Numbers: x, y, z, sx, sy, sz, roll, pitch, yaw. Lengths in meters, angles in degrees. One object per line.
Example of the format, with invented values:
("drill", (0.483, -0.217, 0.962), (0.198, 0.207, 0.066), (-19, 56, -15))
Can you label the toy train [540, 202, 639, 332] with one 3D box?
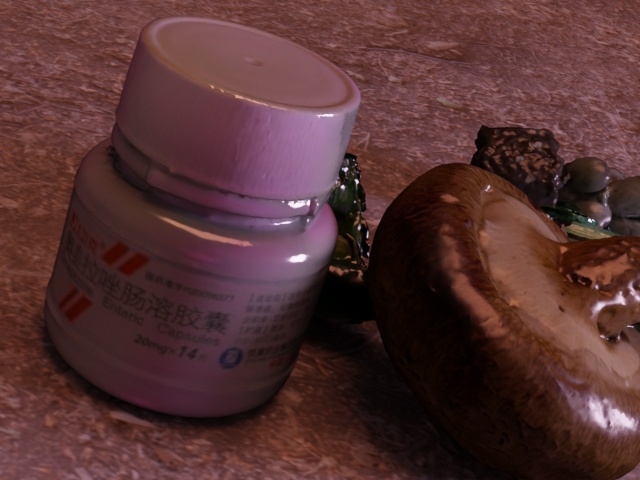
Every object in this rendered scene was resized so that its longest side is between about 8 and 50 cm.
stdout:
("toy train", (0.340, 0.039, 1.678), (0.307, 0.126, 0.189), (17, 4, -4))

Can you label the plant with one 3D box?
("plant", (0.321, -0.055, 1.868), (0.274, 0.146, 0.149), (17, 52, -3))

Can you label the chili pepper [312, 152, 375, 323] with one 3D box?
("chili pepper", (-0.003, 0.004, 1.541), (0.148, 0.116, 0.264), (17, 35, -11))

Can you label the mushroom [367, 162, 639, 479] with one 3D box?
("mushroom", (0.183, 0.082, 1.361), (0.345, 0.239, 0.345), (18, 14, -5))

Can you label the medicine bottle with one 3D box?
("medicine bottle", (-0.102, -0.023, 1.281), (0.241, 0.302, 0.241), (16, 23, -7))
